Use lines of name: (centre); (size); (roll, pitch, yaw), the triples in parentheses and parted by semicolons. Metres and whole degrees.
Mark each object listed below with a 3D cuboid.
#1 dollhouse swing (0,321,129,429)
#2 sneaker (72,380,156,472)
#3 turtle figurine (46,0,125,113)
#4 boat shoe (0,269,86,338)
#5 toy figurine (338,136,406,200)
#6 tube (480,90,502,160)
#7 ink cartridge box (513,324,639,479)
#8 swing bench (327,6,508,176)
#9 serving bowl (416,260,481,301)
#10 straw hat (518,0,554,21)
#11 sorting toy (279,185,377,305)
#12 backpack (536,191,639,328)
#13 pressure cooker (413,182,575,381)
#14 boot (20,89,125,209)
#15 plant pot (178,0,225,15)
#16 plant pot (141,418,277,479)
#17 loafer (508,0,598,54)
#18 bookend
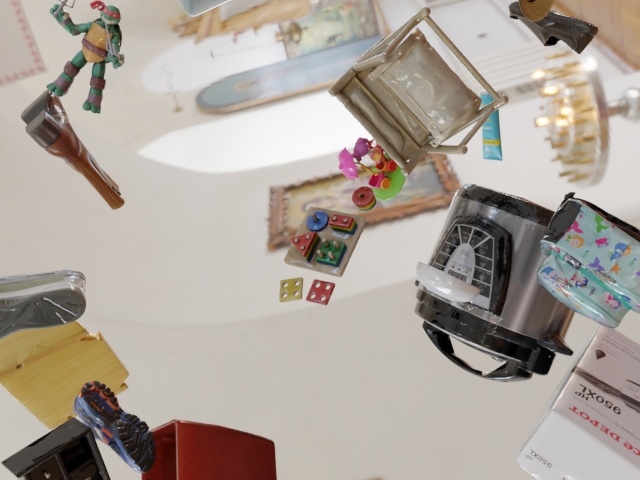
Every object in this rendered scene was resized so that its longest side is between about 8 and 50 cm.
dollhouse swing: (-0.700, 0.248, 1.954); (0.305, 0.315, 0.347); (56, 167, 32)
sneaker: (-0.424, 0.388, 1.623); (0.221, 0.087, 0.083); (51, -143, 1)
turtle figurine: (-0.443, -0.379, 1.544); (0.234, 0.175, 0.118); (-63, -15, 21)
boat shoe: (-0.626, 0.120, 1.557); (0.103, 0.320, 0.118); (-111, 14, -54)
toy figurine: (0.120, -0.199, 1.925); (0.130, 0.159, 0.173); (34, 105, 51)
tube: (0.514, -0.344, 2.379); (0.080, 0.052, 0.207); (21, 123, 59)
ink cartridge box: (0.613, 0.381, 1.615); (0.395, 0.285, 0.166); (-33, -29, -50)
swing bench: (0.192, -0.293, 1.612); (0.253, 0.165, 0.254); (46, 160, -13)
serving bowl: (0.151, 0.054, 0.958); (0.083, 0.083, 0.027); (1, -66, -87)
straw hat: (0.425, -0.529, 1.631); (0.061, 0.144, 0.145); (21, 137, 45)
sorting toy: (0.000, 0.000, 1.535); (0.275, 0.132, 0.046); (-64, -33, -20)
backpack: (0.518, 0.052, 1.419); (0.191, 0.253, 0.225); (-62, -17, 0)
pressure cooker: (0.424, 0.114, 1.849); (0.370, 0.375, 0.421); (-61, -7, -85)
boot: (-0.581, -0.225, 1.908); (0.280, 0.096, 0.264); (47, 179, -35)
plant pot: (-0.251, -0.636, 1.725); (0.247, 0.247, 0.252); (56, 161, 9)
plant pot: (-0.232, 0.529, 1.680); (0.267, 0.235, 0.267); (-35, 55, 56)
loafer: (0.503, -0.473, 1.753); (0.220, 0.080, 0.078); (35, 114, 37)
bookend: (-0.497, 0.450, 1.504); (0.072, 0.157, 0.156); (12, 122, 45)
